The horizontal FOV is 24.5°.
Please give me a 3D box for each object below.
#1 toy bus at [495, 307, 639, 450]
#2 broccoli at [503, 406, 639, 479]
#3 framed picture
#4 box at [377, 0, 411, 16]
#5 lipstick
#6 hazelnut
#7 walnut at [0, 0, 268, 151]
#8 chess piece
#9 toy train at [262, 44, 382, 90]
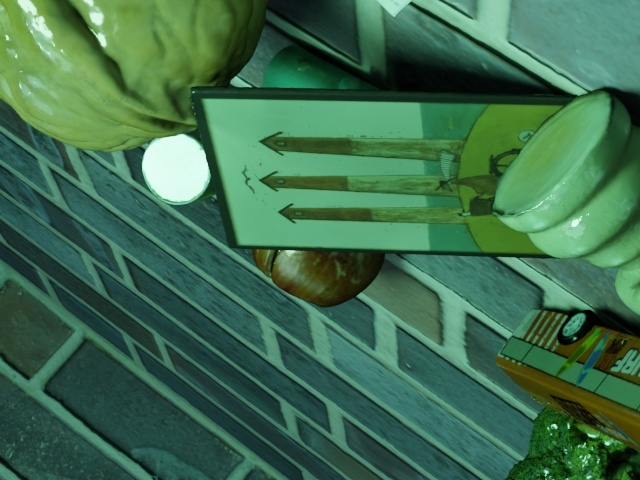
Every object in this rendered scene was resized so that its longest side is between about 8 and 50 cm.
[{"bbox_3d":[0.292,0.137,1.369,0.093,0.092,0.409,43,173,-16],"label":"toy bus"},{"bbox_3d":[0.326,0.315,1.574,0.283,0.304,0.321,2,151,14],"label":"broccoli"},{"bbox_3d":[0.060,-0.057,1.315,0.323,0.013,0.244,1,147,7],"label":"framed picture"},{"bbox_3d":[0.065,-0.237,1.151,0.084,0.040,0.154,46,160,-6],"label":"box"},{"bbox_3d":[-0.093,-0.088,1.500,0.076,0.076,0.304,39,-164,5],"label":"lipstick"},{"bbox_3d":[0.000,0.000,1.684,0.154,0.143,0.143,35,162,-7],"label":"hazelnut"},{"bbox_3d":[-0.190,-0.232,1.289,0.313,0.277,0.252,58,179,-12],"label":"walnut"},{"bbox_3d":[0.269,0.003,1.182,0.243,0.133,0.133,39,162,-15],"label":"chess piece"},{"bbox_3d":[0.039,-0.098,1.437,0.248,0.101,0.159,30,149,33],"label":"toy train"}]
